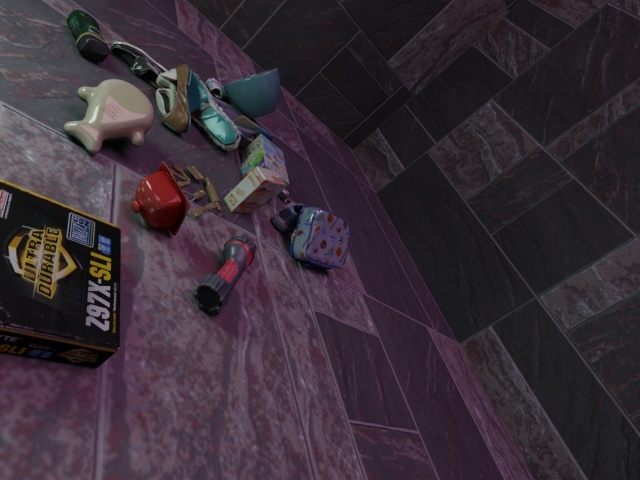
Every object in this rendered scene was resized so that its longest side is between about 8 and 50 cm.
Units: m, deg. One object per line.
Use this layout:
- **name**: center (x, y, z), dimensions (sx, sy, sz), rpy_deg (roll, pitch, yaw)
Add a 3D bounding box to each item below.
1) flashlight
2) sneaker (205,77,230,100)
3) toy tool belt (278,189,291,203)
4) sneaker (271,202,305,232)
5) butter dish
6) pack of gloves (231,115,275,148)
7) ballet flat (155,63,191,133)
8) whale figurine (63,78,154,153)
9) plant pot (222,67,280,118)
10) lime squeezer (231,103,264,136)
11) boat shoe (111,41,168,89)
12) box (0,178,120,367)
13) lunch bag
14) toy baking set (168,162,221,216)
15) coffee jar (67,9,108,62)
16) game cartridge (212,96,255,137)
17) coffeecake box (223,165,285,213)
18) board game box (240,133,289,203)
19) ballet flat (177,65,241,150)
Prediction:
- **flashlight**: center (-0.270, 0.083, 1.235), dimensions (0.103, 0.103, 0.304), rpy_deg (23, 24, 0)
- **sneaker**: center (-0.509, -0.761, 2.236), dimensions (0.190, 0.071, 0.083), rpy_deg (13, 50, -49)
- **toy tool belt**: center (-0.166, -0.217, 2.030), dimensions (0.083, 0.052, 0.051), rpy_deg (45, 29, -16)
- **sneaker**: center (-0.097, -0.106, 1.880), dimensions (0.110, 0.122, 0.283), rpy_deg (52, 20, 3)
- **butter dish**: center (-0.445, -0.101, 1.151), dimensions (0.118, 0.160, 0.160), rpy_deg (-21, 71, -44)
- **pack of gloves**: center (-0.333, -0.501, 1.971), dimensions (0.232, 0.195, 0.046), rpy_deg (25, 65, -49)
- **ballet flat**: center (-0.565, -0.563, 1.649), dimensions (0.124, 0.116, 0.343), rpy_deg (13, 61, -37)
- **whale figurine**: center (-0.611, -0.341, 1.242), dimensions (0.216, 0.141, 0.272), rpy_deg (43, 46, -19)
- **plant pot**: center (-0.328, -0.741, 2.206), dimensions (0.290, 0.290, 0.196), rpy_deg (-81, 156, -64)
- **lime squeezer**: center (-0.357, -0.599, 2.264), dimensions (0.310, 0.059, 0.110), rpy_deg (48, 25, 17)
- **boat shoe**: center (-0.696, -0.676, 1.667), dimensions (0.233, 0.084, 0.079), rpy_deg (30, 53, -33)
- **box**: center (-0.510, 0.060, 0.801), dimensions (0.257, 0.079, 0.322), rpy_deg (32, 27, -44)
- **lunch bag**: center (0.000, 0.000, 1.803), dimensions (0.303, 0.114, 0.243), rpy_deg (22, 79, -50)
- **toy baking set**: center (-0.418, -0.160, 1.443), dimensions (0.196, 0.030, 0.256), rpy_deg (12, 42, -55)
- **coffee jar**: center (-0.801, -0.702, 1.485), dimensions (0.096, 0.079, 0.184), rpy_deg (19, 36, -59)
- **game cartridge**: center (-0.435, -0.585, 2.074), dimensions (0.196, 0.060, 0.294), rpy_deg (51, 17, 12)
- **coffeecake box**: center (-0.245, -0.184, 1.613), dimensions (0.068, 0.185, 0.142), rpy_deg (57, 21, 16)
- **board game box**: center (-0.250, -0.320, 1.897), dimensions (0.144, 0.142, 0.275), rpy_deg (37, 25, -35)
- **ballet flat**: center (-0.494, -0.541, 1.834), dimensions (0.409, 0.147, 0.147), rpy_deg (53, 20, -2)
